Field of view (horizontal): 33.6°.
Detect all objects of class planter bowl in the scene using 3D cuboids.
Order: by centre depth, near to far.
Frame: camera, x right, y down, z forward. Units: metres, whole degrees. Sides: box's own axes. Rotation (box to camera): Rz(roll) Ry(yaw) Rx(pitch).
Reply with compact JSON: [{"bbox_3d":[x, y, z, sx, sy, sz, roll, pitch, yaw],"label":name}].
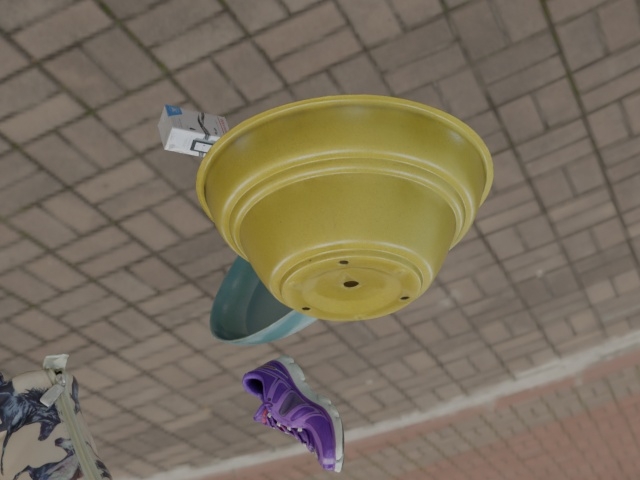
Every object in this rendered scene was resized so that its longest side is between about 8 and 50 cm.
[{"bbox_3d":[0.020,-0.003,0.753,0.217,0.090,0.217,-2,149,-1],"label":"planter bowl"}]

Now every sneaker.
[{"bbox_3d":[-0.030,0.194,1.143,0.071,0.170,0.068,-15,125,-27],"label":"sneaker"}]

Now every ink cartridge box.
[{"bbox_3d":[-0.120,-0.108,1.081,0.083,0.048,0.028,10,123,-26],"label":"ink cartridge box"}]

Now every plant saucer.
[{"bbox_3d":[0.000,0.000,1.182,0.317,0.318,0.043,-35,111,29],"label":"plant saucer"}]

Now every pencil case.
[{"bbox_3d":[-0.362,0.364,1.518,0.160,0.410,0.183,-1,132,-39],"label":"pencil case"}]
